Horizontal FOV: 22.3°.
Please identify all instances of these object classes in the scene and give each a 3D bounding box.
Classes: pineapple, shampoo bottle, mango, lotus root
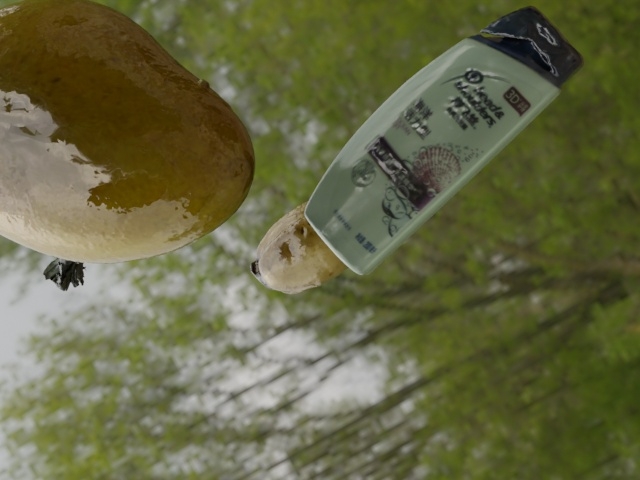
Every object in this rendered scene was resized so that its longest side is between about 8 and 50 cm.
[{"bbox_3d":[-0.295,-0.005,2.050,0.074,0.159,0.074,31,-161,-12],"label":"pineapple"},{"bbox_3d":[0.134,-0.126,1.876,0.134,0.359,0.078,49,-166,11],"label":"shampoo bottle"},{"bbox_3d":[-0.264,-0.124,1.884,0.220,0.445,0.301,30,-103,-65],"label":"mango"},{"bbox_3d":[0.000,0.000,2.338,0.118,0.221,0.125,47,-162,-43],"label":"lotus root"}]
